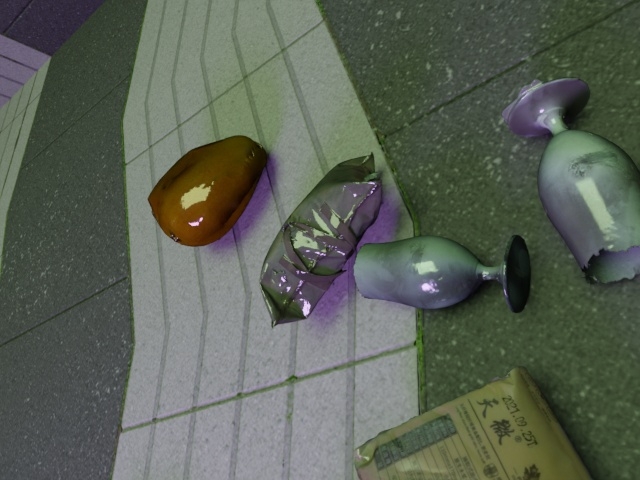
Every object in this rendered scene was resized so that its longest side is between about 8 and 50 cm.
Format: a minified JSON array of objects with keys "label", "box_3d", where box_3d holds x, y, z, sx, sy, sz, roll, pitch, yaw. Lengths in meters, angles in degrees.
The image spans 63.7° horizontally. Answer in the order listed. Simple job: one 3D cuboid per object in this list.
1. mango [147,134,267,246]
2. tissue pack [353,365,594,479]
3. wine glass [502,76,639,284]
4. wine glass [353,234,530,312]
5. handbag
[{"label":"mango","box_3d":[-0.191,-0.092,0.939,0.236,0.136,0.166,-54,34,-8]},{"label":"tissue pack","box_3d":[0.161,0.278,0.479,0.215,0.123,0.257,-28,56,6]},{"label":"wine glass","box_3d":[0.282,-0.069,0.554,0.103,0.103,0.222,-29,55,28]},{"label":"wine glass","box_3d":[0.142,0.039,0.634,0.202,0.093,0.093,0,72,38]},{"label":"handbag","box_3d":[0.000,0.000,0.732,0.270,0.117,0.182,-53,13,17]}]
